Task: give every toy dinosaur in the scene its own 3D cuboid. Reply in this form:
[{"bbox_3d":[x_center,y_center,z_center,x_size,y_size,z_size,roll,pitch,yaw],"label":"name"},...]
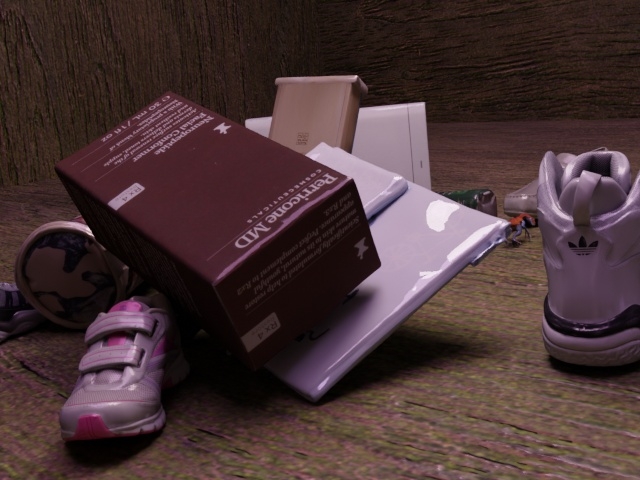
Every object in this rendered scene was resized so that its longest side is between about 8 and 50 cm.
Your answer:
[{"bbox_3d":[0.334,-0.026,1.390,0.047,0.090,0.082,17,54,25],"label":"toy dinosaur"}]

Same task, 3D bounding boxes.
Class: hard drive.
[{"bbox_3d":[0.039,-0.140,1.645,0.353,0.233,0.047,-4,12,8],"label":"hard drive"}]

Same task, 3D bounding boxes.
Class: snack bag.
[{"bbox_3d":[-0.001,0.017,0.991,0.323,0.037,0.342,-38,41,-20],"label":"snack bag"}]

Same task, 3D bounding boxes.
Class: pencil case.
[{"bbox_3d":[-0.315,0.009,1.312,0.183,0.160,0.410,-27,8,13],"label":"pencil case"}]

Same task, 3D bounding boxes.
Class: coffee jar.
[{"bbox_3d":[0.212,-0.044,1.448,0.184,0.096,0.079,5,14,40],"label":"coffee jar"}]

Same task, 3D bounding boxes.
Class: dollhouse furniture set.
[{"bbox_3d":[-0.004,-0.107,1.349,0.286,0.198,0.303,4,-15,27],"label":"dollhouse furniture set"}]

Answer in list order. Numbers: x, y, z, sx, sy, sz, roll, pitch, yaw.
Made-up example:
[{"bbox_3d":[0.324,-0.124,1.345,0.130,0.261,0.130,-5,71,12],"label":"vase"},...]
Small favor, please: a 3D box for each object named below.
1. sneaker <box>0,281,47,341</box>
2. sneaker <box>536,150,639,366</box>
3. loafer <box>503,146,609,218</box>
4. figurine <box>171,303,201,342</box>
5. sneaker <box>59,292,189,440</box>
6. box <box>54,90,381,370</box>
[{"bbox_3d":[-0.475,0.063,1.167,0.101,0.153,0.268,-1,14,24],"label":"sneaker"},{"bbox_3d":[0.343,-0.009,0.963,0.137,0.210,0.366,1,14,28],"label":"sneaker"},{"bbox_3d":[0.459,-0.110,1.589,0.319,0.111,0.112,-17,17,-41],"label":"loafer"},{"bbox_3d":[-0.147,0.040,1.117,0.209,0.092,0.215,-14,46,-9],"label":"figurine"},{"bbox_3d":[-0.207,0.125,0.860,0.103,0.111,0.252,-6,13,2],"label":"sneaker"},{"bbox_3d":[-0.133,-0.030,0.968,0.191,0.143,0.381,-39,44,-22],"label":"box"}]
